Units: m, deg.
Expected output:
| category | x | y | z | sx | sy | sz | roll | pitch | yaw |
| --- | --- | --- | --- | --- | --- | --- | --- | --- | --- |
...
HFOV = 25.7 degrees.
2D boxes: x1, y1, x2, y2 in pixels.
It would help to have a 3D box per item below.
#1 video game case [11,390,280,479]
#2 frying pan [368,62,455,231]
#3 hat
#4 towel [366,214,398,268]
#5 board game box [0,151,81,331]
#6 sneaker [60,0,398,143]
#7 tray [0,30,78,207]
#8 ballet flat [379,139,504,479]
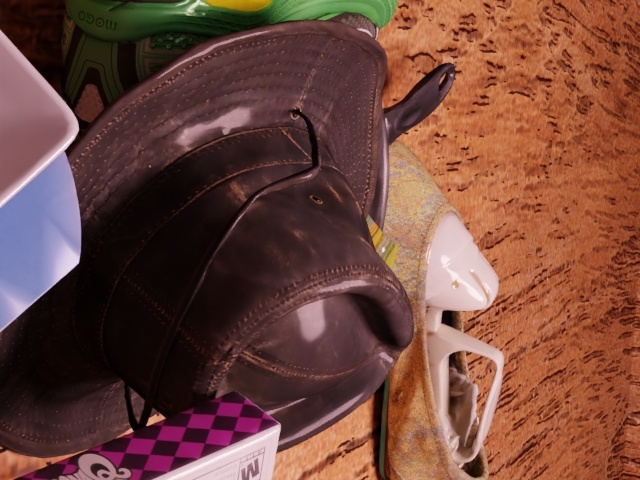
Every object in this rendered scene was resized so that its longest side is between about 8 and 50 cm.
| category | x | y | z | sx | sy | sz | roll | pitch | yaw |
| --- | --- | --- | --- | --- | --- | --- | --- | --- | --- |
| video game case | -0.130 | 0.196 | 0.664 | 0.232 | 0.042 | 0.210 | -18 | 131 | -42 |
| frying pan | 0.026 | -0.090 | 1.125 | 0.197 | 0.053 | 0.326 | 67 | 36 | -47 |
| hat | -0.026 | 0.032 | 0.781 | 0.331 | 0.134 | 0.331 | -41 | 155 | -25 |
| towel | 0.000 | 0.000 | 1.022 | 0.237 | 0.021 | 0.102 | 47 | 54 | -57 |
| board game box | -0.175 | -0.006 | 0.512 | 0.169 | 0.033 | 0.133 | -45 | 102 | -30 |
| sneaker | -0.060 | -0.123 | 0.859 | 0.343 | 0.134 | 0.146 | -23 | 132 | -63 |
| tray | -0.218 | -0.006 | 0.450 | 0.145 | 0.030 | 0.270 | 50 | 60 | -13 |
| ballet flat | 0.110 | 0.077 | 1.282 | 0.123 | 0.123 | 0.348 | -39 | 129 | -60 |
